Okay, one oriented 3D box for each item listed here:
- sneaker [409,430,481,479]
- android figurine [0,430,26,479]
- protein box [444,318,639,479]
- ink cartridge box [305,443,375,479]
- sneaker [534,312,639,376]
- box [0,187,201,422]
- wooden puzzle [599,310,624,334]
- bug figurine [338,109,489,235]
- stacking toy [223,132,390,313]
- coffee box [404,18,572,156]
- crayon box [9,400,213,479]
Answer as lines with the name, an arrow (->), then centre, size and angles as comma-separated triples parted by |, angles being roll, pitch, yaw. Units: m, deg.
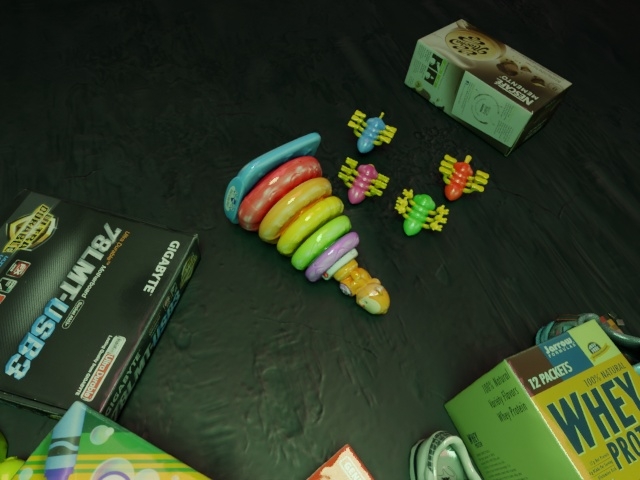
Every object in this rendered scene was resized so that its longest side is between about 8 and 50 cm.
sneaker -> 0.160, 0.344, 0.490 | 0.090, 0.095, 0.235 | -6, 60, -13
android figurine -> -0.448, 0.309, 0.467 | 0.248, 0.056, 0.273 | -8, 59, -12
protein box -> 0.284, 0.239, 0.509 | 0.135, 0.200, 0.201 | -17, 59, -17
ink cartridge box -> 0.018, 0.397, 0.427 | 0.239, 0.060, 0.275 | -37, 67, -10
sneaker -> 0.438, 0.200, 0.598 | 0.261, 0.125, 0.104 | 35, 60, 16
box -> -0.366, 0.082, 0.616 | 0.293, 0.073, 0.296 | 15, 54, 5
wooden puzzle -> 0.466, 0.150, 0.707 | 0.083, 0.006, 0.049 | -19, 60, -18
bug figurine -> 0.156, -0.124, 0.816 | 0.279, 0.072, 0.216 | 30, 64, 8
stacking toy -> 0.000, 0.000, 0.687 | 0.165, 0.175, 0.302 | -35, 80, -31
coffee box -> 0.360, -0.344, 0.957 | 0.168, 0.119, 0.297 | -34, 66, -26
crayon box -> -0.145, 0.314, 0.373 | 0.322, 0.083, 0.203 | 26, 54, 8
